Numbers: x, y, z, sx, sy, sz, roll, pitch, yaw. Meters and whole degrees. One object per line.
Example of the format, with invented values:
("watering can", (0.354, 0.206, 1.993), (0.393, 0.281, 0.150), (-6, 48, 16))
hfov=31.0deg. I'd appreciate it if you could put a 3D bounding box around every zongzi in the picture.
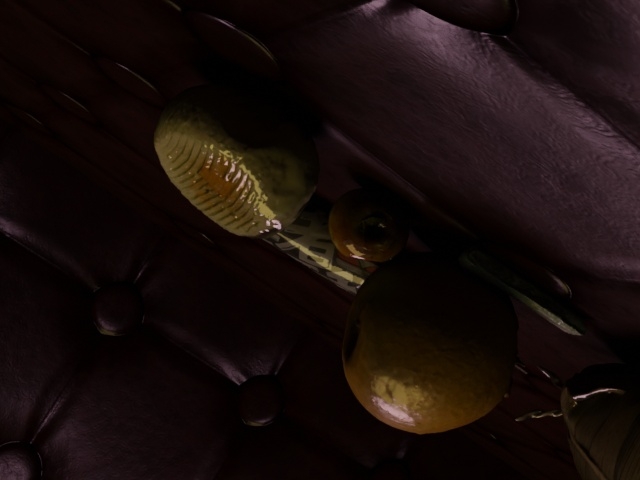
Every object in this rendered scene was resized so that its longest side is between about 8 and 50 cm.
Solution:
("zongzi", (0.453, 0.180, 1.512), (0.218, 0.467, 0.500), (-3, -151, -11))

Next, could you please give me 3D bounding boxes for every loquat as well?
("loquat", (0.165, 0.155, 1.666), (0.274, 0.275, 0.275), (30, 169, 7))

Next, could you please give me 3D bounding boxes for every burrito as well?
("burrito", (0.000, 0.000, 1.883), (0.445, 0.101, 0.139), (31, 164, 13))

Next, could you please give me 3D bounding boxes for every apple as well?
("apple", (0.067, -0.022, 1.612), (0.114, 0.099, 0.102), (7, -179, -8))

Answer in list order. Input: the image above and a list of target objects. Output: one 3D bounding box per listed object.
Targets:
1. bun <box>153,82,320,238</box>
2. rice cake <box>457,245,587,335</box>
("bun", (-0.101, -0.111, 1.546), (0.244, 0.153, 0.244), (35, 152, 22))
("rice cake", (0.282, 0.071, 1.602), (0.207, 0.033, 0.033), (32, 159, -8))
